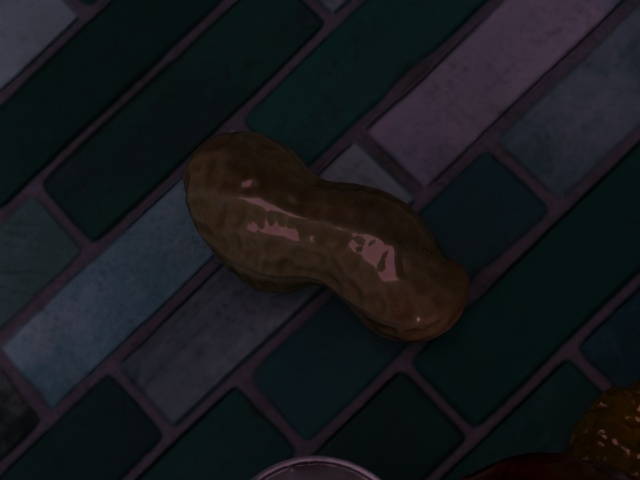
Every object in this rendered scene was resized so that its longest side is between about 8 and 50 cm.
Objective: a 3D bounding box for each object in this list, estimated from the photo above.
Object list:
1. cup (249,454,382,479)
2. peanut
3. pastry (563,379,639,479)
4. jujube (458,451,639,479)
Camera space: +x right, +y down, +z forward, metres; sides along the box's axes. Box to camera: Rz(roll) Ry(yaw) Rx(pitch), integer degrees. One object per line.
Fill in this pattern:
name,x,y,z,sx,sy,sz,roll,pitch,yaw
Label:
cup,-0.011,0.270,1.242,0.221,0.202,0.167,15,79,15
peanut,0.000,0.000,1.360,0.298,0.120,0.136,25,105,16
pastry,0.287,0.216,1.226,0.189,0.103,0.188,3,63,-5
jujube,0.147,0.337,1.014,0.276,0.276,0.377,15,78,15
